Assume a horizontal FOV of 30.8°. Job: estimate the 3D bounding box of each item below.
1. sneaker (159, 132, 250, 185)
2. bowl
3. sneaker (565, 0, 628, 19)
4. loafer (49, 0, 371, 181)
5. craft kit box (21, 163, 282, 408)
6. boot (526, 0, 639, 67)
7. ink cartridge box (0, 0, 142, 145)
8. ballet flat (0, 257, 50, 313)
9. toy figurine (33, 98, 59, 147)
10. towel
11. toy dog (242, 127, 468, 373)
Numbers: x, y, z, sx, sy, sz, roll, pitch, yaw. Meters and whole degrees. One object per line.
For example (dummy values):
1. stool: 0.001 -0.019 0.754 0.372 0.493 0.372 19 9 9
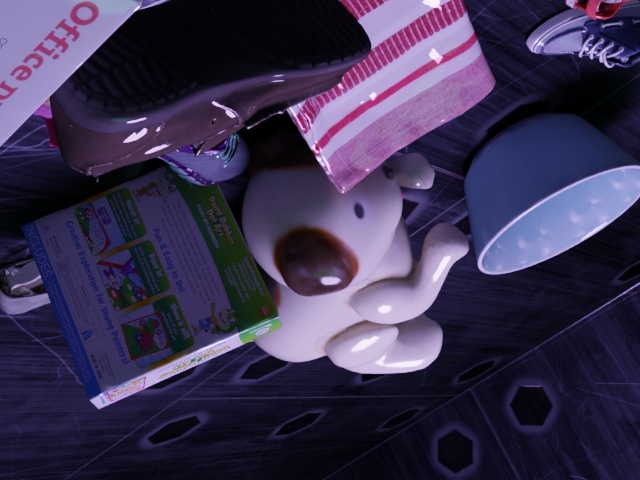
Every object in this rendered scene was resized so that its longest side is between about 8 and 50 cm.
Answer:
1. sneaker: -0.128 -0.108 1.353 0.098 0.083 0.223 9 177 30
2. bowl: 0.358 -0.093 1.893 0.311 0.163 0.311 -23 158 -10
3. sneaker: 0.254 -0.306 1.304 0.270 0.145 0.090 -23 159 -10
4. loafer: -0.106 -0.157 1.080 0.366 0.134 0.130 -21 158 -40
5. craft kit box: -0.208 0.043 1.427 0.246 0.250 0.061 -24 159 -4
6. boot: 0.383 -0.276 1.605 0.190 0.086 0.069 -20 158 -17
7. ink cartridge box: -0.308 -0.203 0.784 0.226 0.131 0.306 -38 134 24
8. ballet flat: -0.325 0.037 1.522 0.213 0.072 0.068 -21 154 -13
9. toy figurine: -0.253 -0.146 1.157 0.173 0.130 0.159 10 153 -24
10. towel: 0.058 -0.211 1.286 0.237 0.037 0.329 -35 141 0
11. toy dog: 0.000 0.000 1.614 0.395 0.284 0.408 -7 156 -2
